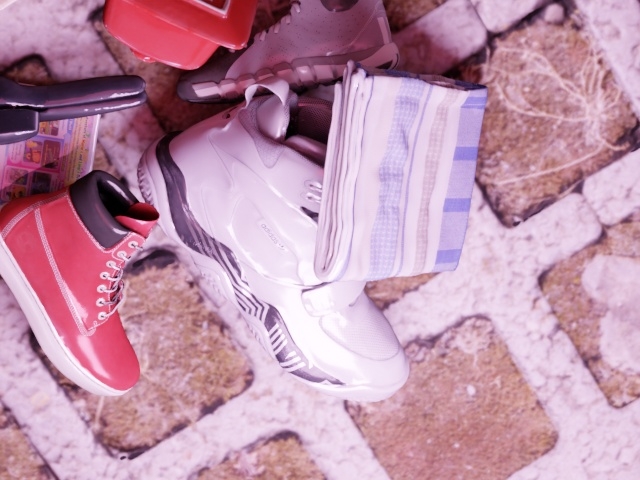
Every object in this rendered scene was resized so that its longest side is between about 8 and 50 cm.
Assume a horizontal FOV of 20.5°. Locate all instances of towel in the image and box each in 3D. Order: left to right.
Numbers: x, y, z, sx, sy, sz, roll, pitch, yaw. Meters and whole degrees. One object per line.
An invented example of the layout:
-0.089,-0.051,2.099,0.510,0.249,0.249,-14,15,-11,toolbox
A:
0.085,-0.063,1.737,0.034,0.285,0.209,11,96,30,towel

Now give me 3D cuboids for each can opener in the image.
-0.266,-0.137,1.780,0.186,0.059,0.073,-11,78,-13,can opener

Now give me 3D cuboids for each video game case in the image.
-0.307,-0.084,1.827,0.143,0.019,0.157,9,105,-8,video game case

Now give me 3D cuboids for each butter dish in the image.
-0.154,-0.227,1.747,0.160,0.160,0.118,25,126,-11,butter dish

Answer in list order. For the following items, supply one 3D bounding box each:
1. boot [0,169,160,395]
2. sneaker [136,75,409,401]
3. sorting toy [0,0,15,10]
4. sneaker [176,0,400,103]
-0.213,0.046,1.801,0.176,0.088,0.244,-18,117,26,boot
0.000,0.000,1.778,0.366,0.137,0.210,47,128,-12,sneaker
-0.312,-0.308,1.746,0.274,0.046,0.132,-32,107,4,sorting toy
-0.041,-0.215,1.789,0.228,0.086,0.132,-10,91,2,sneaker
